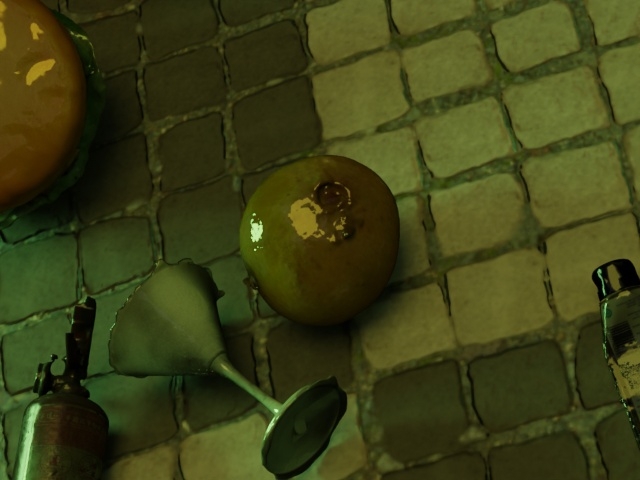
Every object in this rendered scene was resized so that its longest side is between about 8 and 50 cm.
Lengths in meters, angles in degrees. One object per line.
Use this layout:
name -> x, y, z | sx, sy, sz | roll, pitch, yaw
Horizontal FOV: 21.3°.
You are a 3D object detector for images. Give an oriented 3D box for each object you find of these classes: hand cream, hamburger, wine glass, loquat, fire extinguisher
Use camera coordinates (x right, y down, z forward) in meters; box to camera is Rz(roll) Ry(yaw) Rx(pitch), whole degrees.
hand cream -> 0.249, 0.089, 1.303 | 0.062, 0.039, 0.163 | -21, 60, 8
hamburger -> -0.324, -0.126, 1.587 | 0.246, 0.170, 0.246 | 0, 87, -7
wine glass -> -0.074, 0.107, 1.382 | 0.183, 0.122, 0.122 | 34, 77, 34
loquat -> 0.000, 0.000, 1.405 | 0.141, 0.141, 0.141 | -11, 56, 17
fire extinguisher -> -0.208, 0.173, 1.408 | 0.106, 0.075, 0.252 | -38, 38, 50
